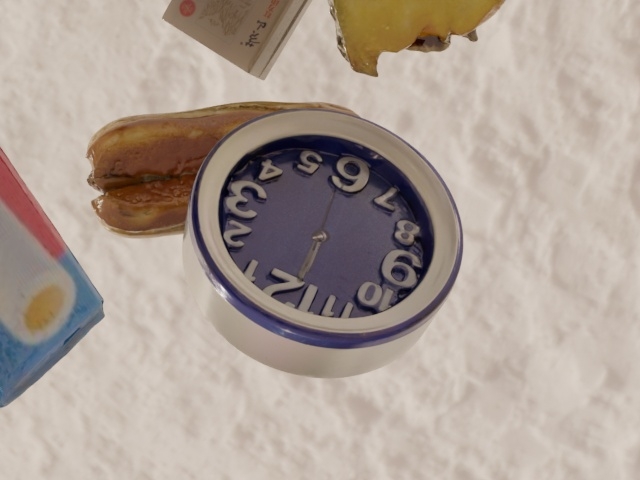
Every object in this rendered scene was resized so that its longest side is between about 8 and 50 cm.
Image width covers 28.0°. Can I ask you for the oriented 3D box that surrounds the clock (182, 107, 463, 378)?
[{"bbox_3d":[0.000,0.000,1.077,0.230,0.230,0.083,33,147,6],"label":"clock"}]

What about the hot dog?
[{"bbox_3d":[-0.089,-0.080,1.386,0.100,0.337,0.135,-5,94,64],"label":"hot dog"}]

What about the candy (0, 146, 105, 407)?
[{"bbox_3d":[-0.265,-0.048,0.694,0.157,0.100,0.306,-11,119,44],"label":"candy"}]

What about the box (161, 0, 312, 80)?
[{"bbox_3d":[-0.077,-0.310,1.515,0.141,0.058,0.201,32,96,16],"label":"box"}]

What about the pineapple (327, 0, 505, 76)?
[{"bbox_3d":[0.025,-0.227,0.799,0.114,0.186,0.236,-25,74,-4],"label":"pineapple"}]
